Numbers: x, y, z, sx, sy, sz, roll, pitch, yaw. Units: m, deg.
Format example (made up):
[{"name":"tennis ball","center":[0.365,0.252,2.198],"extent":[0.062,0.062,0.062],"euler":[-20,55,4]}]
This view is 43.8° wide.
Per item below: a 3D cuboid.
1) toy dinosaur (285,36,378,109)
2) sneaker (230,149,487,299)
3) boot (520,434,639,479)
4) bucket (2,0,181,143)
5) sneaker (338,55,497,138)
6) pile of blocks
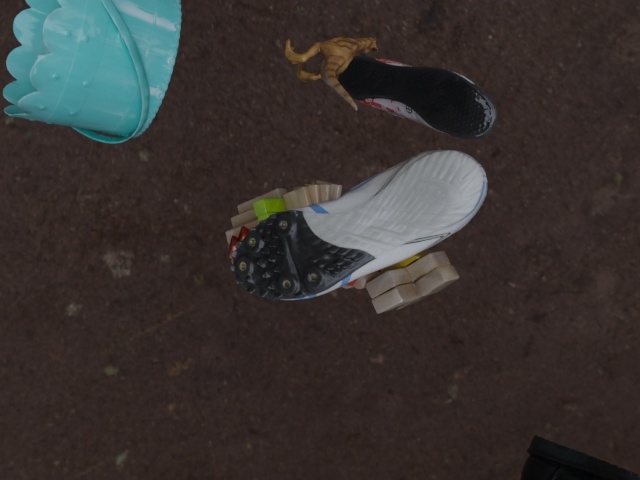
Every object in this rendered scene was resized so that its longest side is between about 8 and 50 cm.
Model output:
[{"name":"toy dinosaur","center":[0.014,-0.222,0.978],"extent":[0.112,0.211,0.064],"euler":[-3,120,23]},{"name":"sneaker","center":[0.035,-0.008,0.699],"extent":[0.237,0.085,0.086],"euler":[-22,168,11]},{"name":"boot","center":[0.305,0.357,0.911],"extent":[0.094,0.246,0.207],"euler":[31,77,-34]},{"name":"bucket","center":[-0.330,-0.281,1.141],"extent":[0.183,0.281,0.281],"euler":[11,126,-30]},{"name":"sneaker","center":[0.172,-0.226,1.258],"extent":[0.145,0.270,0.090],"euler":[-3,113,-60]},{"name":"pile of blocks","center":[0.000,0.000,1.059],"extent":[0.112,0.362,0.149],"euler":[-7,105,-54]}]
